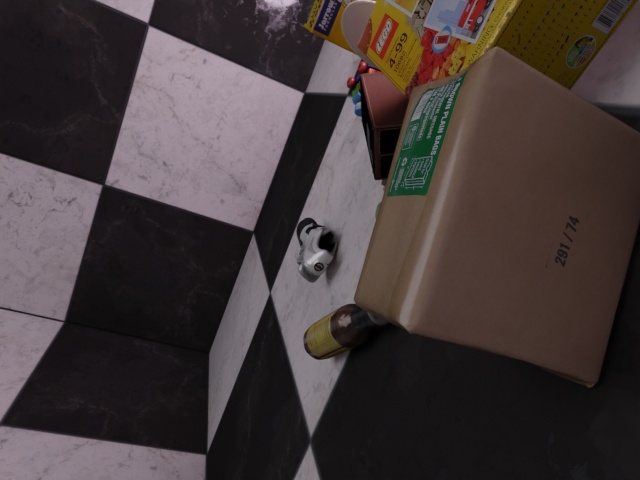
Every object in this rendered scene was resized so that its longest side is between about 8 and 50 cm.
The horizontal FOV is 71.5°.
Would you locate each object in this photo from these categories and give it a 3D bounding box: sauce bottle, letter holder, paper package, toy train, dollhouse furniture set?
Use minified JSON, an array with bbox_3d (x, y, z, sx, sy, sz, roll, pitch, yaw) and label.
[{"bbox_3d":[0.067,0.229,1.157,0.344,0.111,0.112,-41,35,54],"label":"sauce bottle"},{"bbox_3d":[0.227,-0.319,1.180,0.302,0.214,0.152,-93,-4,-46],"label":"letter holder"},{"bbox_3d":[0.234,-0.016,0.577,0.168,0.309,0.325,10,82,68],"label":"paper package"},{"bbox_3d":[0.187,-0.556,1.562,0.248,0.105,0.144,143,130,-60],"label":"toy train"},{"bbox_3d":[0.171,-0.136,1.267,0.076,0.058,0.152,157,129,-67],"label":"dollhouse furniture set"}]

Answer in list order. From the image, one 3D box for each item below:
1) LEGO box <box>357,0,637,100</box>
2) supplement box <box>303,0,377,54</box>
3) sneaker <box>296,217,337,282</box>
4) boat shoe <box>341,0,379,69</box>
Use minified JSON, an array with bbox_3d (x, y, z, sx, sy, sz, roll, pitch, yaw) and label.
[{"bbox_3d":[0.302,-0.455,0.697,0.501,0.193,0.373,-62,34,32],"label":"LEGO box"},{"bbox_3d":[0.157,-0.633,1.296,0.195,0.356,0.194,-106,37,-60],"label":"supplement box"},{"bbox_3d":[0.000,0.000,1.582,0.146,0.122,0.331,-43,28,22],"label":"sneaker"},{"bbox_3d":[0.206,-0.454,1.052,0.127,0.340,0.158,-56,11,31],"label":"boat shoe"}]
